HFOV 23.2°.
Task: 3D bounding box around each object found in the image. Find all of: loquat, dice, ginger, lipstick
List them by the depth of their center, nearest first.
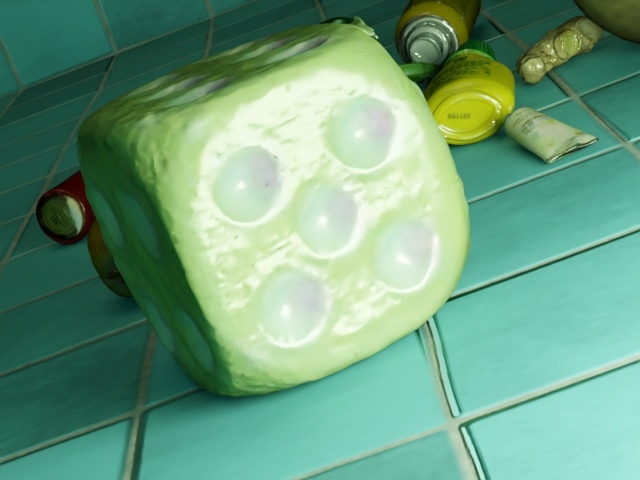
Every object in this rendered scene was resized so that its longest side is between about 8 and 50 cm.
[{"bbox_3d":[-0.041,-0.030,1.314,0.254,0.249,0.252,-26,17,-20],"label":"dice"},{"bbox_3d":[-0.185,0.001,1.662,0.137,0.113,0.137,-12,39,10],"label":"loquat"},{"bbox_3d":[0.291,-0.233,1.939,0.069,0.051,0.173,-13,22,46],"label":"ginger"},{"bbox_3d":[-0.296,-0.073,2.105,0.080,0.080,0.241,-14,17,25],"label":"lipstick"}]

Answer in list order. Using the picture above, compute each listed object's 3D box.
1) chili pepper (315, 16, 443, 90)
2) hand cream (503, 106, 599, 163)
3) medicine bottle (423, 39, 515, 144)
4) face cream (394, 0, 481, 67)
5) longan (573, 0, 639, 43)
[{"bbox_3d":[0.034,-0.197,1.944,0.261,0.165,0.174,-24,4,-16],"label":"chili pepper"},{"bbox_3d":[0.232,-0.109,1.622,0.061,0.039,0.143,-22,20,-11],"label":"hand cream"},{"bbox_3d":[0.180,-0.188,1.869,0.111,0.076,0.309,-12,18,12],"label":"medicine bottle"},{"bbox_3d":[0.169,-0.312,2.244,0.105,0.105,0.348,-17,16,15],"label":"face cream"},{"bbox_3d":[0.399,-0.372,1.787,0.297,0.297,0.297,-20,16,6],"label":"longan"}]
